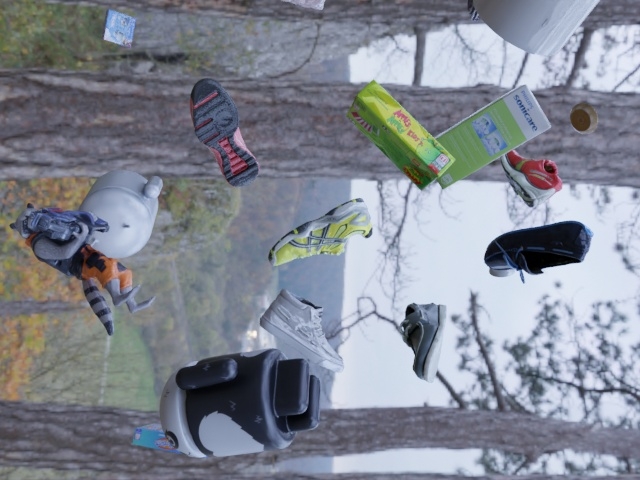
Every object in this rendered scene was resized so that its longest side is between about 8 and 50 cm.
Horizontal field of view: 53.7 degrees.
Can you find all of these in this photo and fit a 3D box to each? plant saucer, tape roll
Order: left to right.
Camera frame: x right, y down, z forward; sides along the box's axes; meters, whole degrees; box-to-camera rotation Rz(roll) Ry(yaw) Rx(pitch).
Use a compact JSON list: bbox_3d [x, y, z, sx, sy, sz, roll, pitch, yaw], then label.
[{"bbox_3d":[0.497,-0.567,1.445,0.169,0.246,0.246,122,-26,-48],"label":"tape roll"},{"bbox_3d":[0.682,-0.315,1.648,0.083,0.015,0.083,41,-36,39],"label":"plant saucer"}]

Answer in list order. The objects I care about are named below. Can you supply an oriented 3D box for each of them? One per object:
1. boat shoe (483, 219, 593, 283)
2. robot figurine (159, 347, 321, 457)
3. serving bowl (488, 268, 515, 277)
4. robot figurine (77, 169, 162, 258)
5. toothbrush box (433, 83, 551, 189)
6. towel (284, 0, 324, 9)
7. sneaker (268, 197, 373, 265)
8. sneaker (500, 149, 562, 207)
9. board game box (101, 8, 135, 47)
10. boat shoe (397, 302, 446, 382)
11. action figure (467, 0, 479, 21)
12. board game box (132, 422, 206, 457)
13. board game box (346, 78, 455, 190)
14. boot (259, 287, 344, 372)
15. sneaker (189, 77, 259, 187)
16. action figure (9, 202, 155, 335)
[{"bbox_3d":[0.431,0.027,1.305,0.258,0.109,0.089,-31,-144,59],"label":"boat shoe"},{"bbox_3d":[-0.141,0.283,1.093,0.173,0.278,0.209,-37,115,-73],"label":"robot figurine"},{"bbox_3d":[0.581,0.086,2.027,0.083,0.083,0.027,-90,167,-65],"label":"serving bowl"},{"bbox_3d":[-0.570,-0.075,1.788,0.200,0.300,0.353,48,8,-23],"label":"robot figurine"},{"bbox_3d":[0.399,-0.257,1.552,0.122,0.283,0.206,57,18,-3],"label":"toothbrush box"},{"bbox_3d":[-0.111,-0.723,1.535,0.317,0.331,0.054,121,-24,-56],"label":"towel"},{"bbox_3d":[0.000,0.000,2.145,0.147,0.384,0.145,62,8,2],"label":"sneaker"},{"bbox_3d":[0.558,-0.174,1.661,0.107,0.118,0.279,58,13,-26],"label":"sneaker"},{"bbox_3d":[-0.617,-0.648,1.937,0.020,0.090,0.090,20,-79,46],"label":"board game box"},{"bbox_3d":[0.213,0.210,1.361,0.319,0.099,0.116,-44,144,-71],"label":"boat shoe"},{"bbox_3d":[0.523,-0.681,1.865,0.285,0.185,0.099,-98,-158,-65],"label":"action figure"},{"bbox_3d":[-0.404,0.567,1.800,0.160,0.210,0.047,66,34,-78],"label":"board game box"},{"bbox_3d":[0.127,-0.168,1.029,0.181,0.043,0.092,45,-12,1],"label":"board game box"},{"bbox_3d":[-0.021,0.229,1.620,0.123,0.258,0.095,-56,-166,0],"label":"boot"},{"bbox_3d":[-0.260,-0.274,1.583,0.136,0.115,0.314,51,-15,43],"label":"sneaker"},{"bbox_3d":[-0.536,0.040,1.367,0.179,0.330,0.341,-52,175,1],"label":"action figure"}]
